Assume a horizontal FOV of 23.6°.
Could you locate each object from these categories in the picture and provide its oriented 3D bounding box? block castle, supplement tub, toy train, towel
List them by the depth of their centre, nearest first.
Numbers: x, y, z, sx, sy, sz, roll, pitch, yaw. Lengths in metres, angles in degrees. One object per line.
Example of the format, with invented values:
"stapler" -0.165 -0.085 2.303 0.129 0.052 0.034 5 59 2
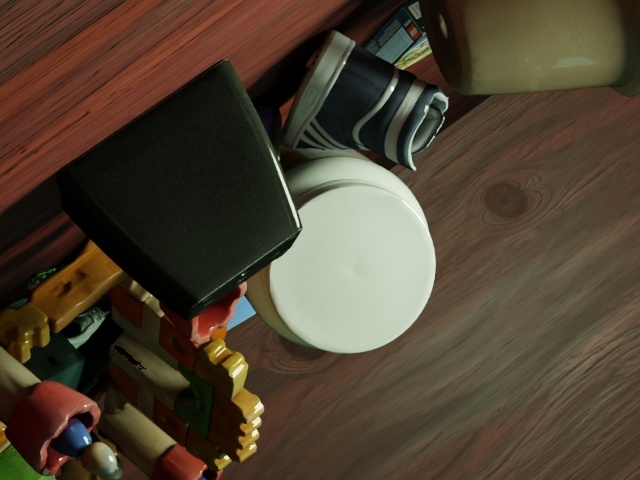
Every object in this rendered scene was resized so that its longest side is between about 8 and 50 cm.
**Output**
"block castle" -0.222 0.215 1.652 0.303 0.213 0.453 -41 157 -33
"toy train" -0.313 0.043 1.769 0.024 0.017 0.083 -26 180 20
"supplement tub" 0.000 0.000 1.838 0.228 0.228 0.316 -36 -161 -3
"towel" -0.257 0.111 2.030 0.271 0.040 0.370 -50 -171 -9

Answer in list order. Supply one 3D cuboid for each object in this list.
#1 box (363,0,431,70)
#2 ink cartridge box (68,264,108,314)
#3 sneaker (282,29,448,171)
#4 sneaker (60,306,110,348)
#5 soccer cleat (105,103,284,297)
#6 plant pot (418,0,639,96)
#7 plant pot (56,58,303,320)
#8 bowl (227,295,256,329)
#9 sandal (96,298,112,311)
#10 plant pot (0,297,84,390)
"box" 0.156 -0.278 1.867 0.233 0.044 0.159 -34 176 -31
"ink cartridge box" -0.251 0.006 1.861 0.145 0.045 0.179 -33 157 -43
"sneaker" 0.047 -0.132 1.687 0.099 0.153 0.282 -64 -179 -12
"sneaker" -0.340 0.122 2.275 0.152 0.053 0.061 -35 173 -21
"soccer cleat" -0.148 -0.034 1.736 0.318 0.116 0.108 -55 -157 31
"plant pot" 0.227 -0.255 1.578 0.229 0.263 0.263 -17 174 -7
"plant pot" -0.120 -0.030 1.438 0.188 0.167 0.187 -35 176 -11
"bowl" -0.178 0.079 2.441 0.391 0.077 0.391 -28 -171 5
"sandal" -0.278 0.065 2.043 0.090 0.060 0.219 -37 177 1
"plant pot" -0.397 0.190 1.787 0.234 0.165 0.166 -48 172 26
